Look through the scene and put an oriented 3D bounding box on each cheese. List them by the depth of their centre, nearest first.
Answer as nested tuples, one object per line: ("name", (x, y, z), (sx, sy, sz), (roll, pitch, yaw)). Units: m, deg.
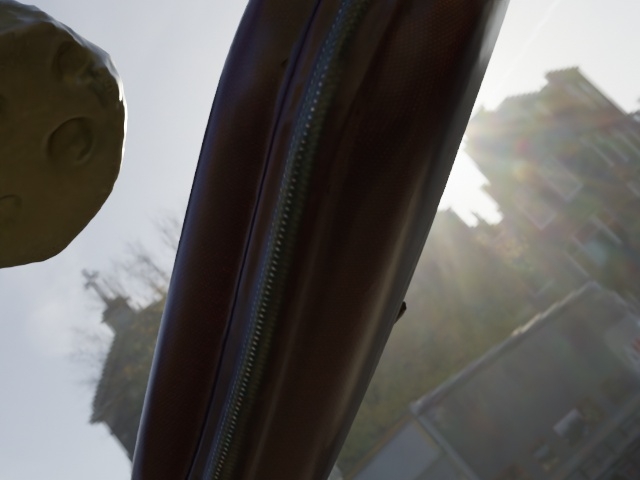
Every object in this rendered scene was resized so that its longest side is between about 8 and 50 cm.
("cheese", (-0.361, -0.110, 1.072), (0.318, 0.115, 0.326), (-45, -40, 0))

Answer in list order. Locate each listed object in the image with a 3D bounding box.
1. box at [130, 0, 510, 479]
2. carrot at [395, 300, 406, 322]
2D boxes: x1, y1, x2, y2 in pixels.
("box", (0.000, 0.000, 0.566), (0.263, 0.108, 0.404), (-61, -9, -52))
("carrot", (-0.003, 0.109, 0.995), (0.061, 0.061, 0.256), (-20, -17, -50))
